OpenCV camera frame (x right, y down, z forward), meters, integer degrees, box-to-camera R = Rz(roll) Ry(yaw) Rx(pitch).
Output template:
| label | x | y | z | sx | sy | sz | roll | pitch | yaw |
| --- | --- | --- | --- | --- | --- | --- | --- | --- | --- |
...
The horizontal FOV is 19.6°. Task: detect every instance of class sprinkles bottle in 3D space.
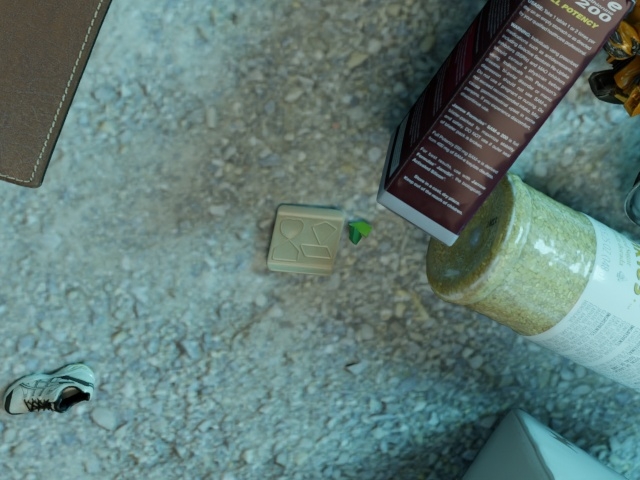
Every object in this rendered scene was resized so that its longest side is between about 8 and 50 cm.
| label | x | y | z | sx | sy | sz | roll | pitch | yaw |
| --- | --- | --- | --- | --- | --- | --- | --- | --- | --- |
| sprinkles bottle | 0.259 | 0.061 | 1.579 | 0.355 | 0.121 | 0.121 | 26 | 117 | -27 |

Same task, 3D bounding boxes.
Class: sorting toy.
| label | x | y | z | sx | sy | sz | roll | pitch | yaw |
| --- | --- | --- | --- | --- | --- | --- | --- | --- | --- |
| sorting toy | 0.000 | 0.000 | 1.546 | 0.083 | 0.012 | 0.062 | 5 | 120 | -12 |

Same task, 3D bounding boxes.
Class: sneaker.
| label | x | y | z | sx | sy | sz | roll | pitch | yaw |
| --- | --- | --- | --- | --- | --- | --- | --- | --- | --- |
| sneaker | -0.232 | 0.132 | 1.578 | 0.083 | 0.037 | 0.032 | -22 | 129 | 6 |

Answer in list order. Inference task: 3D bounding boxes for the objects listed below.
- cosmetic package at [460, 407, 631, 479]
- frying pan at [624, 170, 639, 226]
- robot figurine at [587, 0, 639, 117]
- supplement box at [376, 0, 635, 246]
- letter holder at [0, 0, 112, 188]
| label | x | y | z | sx | sy | sz | roll | pitch | yaw |
| --- | --- | --- | --- | --- | --- | --- | --- | --- | --- |
| cosmetic package | 0.204 | 0.415 | 1.585 | 0.329 | 0.327 | 0.394 | 33 | 96 | -4 |
| frying pan | 0.406 | -0.045 | 1.545 | 0.326 | 0.053 | 0.197 | 5 | 157 | -22 |
| robot figurine | 0.349 | -0.160 | 1.411 | 0.291 | 0.085 | 0.211 | -11 | 153 | -19 |
| supplement box | 0.139 | -0.126 | 1.403 | 0.073 | 0.130 | 0.239 | 31 | 116 | -8 |
| letter holder | -0.246 | -0.219 | 1.249 | 0.214 | 0.152 | 0.302 | 15 | 121 | -19 |
